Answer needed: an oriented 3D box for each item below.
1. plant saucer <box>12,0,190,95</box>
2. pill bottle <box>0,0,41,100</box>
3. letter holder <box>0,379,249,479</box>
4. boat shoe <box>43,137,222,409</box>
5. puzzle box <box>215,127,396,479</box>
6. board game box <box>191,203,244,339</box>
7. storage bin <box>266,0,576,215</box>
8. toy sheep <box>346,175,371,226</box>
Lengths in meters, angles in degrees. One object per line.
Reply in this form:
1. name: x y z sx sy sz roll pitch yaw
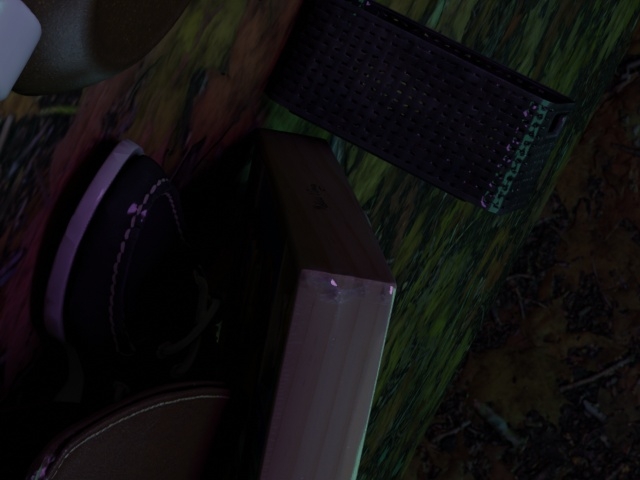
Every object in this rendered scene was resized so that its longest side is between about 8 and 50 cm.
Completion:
1. plant saucer: -0.083 -0.149 0.911 0.198 0.036 0.198 -57 167 -20
2. pill bottle: -0.160 -0.002 0.551 0.187 0.112 0.112 -61 168 -9
3. letter holder: -0.167 0.136 0.919 0.214 0.152 0.302 -65 168 5
4. boat shoe: -0.099 0.053 1.151 0.114 0.091 0.302 -58 168 -27
5. puzzle box: -0.028 0.100 1.168 0.409 0.052 0.272 -111 -149 -77
6. board game box: -0.079 0.056 1.388 0.169 0.033 0.133 -66 167 19
7. storage bin: 0.069 -0.095 1.318 0.084 0.180 0.122 -65 168 11
8. toy sheep: 0.000 0.000 1.486 0.091 0.091 0.132 -54 153 -35
